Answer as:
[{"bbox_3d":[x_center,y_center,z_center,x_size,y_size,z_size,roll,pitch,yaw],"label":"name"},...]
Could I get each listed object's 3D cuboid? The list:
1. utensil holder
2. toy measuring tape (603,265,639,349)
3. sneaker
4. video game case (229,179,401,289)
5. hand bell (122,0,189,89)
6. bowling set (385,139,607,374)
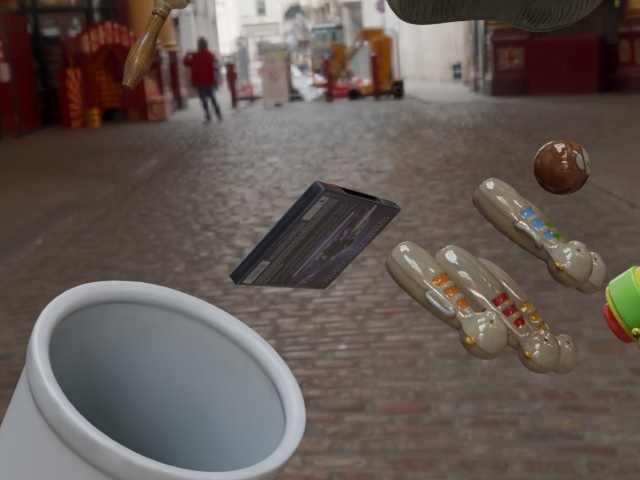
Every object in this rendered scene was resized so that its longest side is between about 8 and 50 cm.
[{"bbox_3d":[-0.247,0.296,1.120,0.327,0.385,0.327,24,26,-13],"label":"utensil holder"},{"bbox_3d":[0.486,0.066,1.380,0.121,0.121,0.330,0,26,18],"label":"toy measuring tape"},{"bbox_3d":[0.133,-0.237,0.741,0.222,0.083,0.118,-5,51,-29],"label":"sneaker"},{"bbox_3d":[0.000,0.000,1.412,0.026,0.196,0.274,50,18,21],"label":"video game case"},{"bbox_3d":[-0.261,-0.353,1.473,0.126,0.242,0.126,20,-10,3],"label":"hand bell"},{"bbox_3d":[0.207,0.017,0.852,0.154,0.200,0.287,45,17,22],"label":"bowling set"}]
